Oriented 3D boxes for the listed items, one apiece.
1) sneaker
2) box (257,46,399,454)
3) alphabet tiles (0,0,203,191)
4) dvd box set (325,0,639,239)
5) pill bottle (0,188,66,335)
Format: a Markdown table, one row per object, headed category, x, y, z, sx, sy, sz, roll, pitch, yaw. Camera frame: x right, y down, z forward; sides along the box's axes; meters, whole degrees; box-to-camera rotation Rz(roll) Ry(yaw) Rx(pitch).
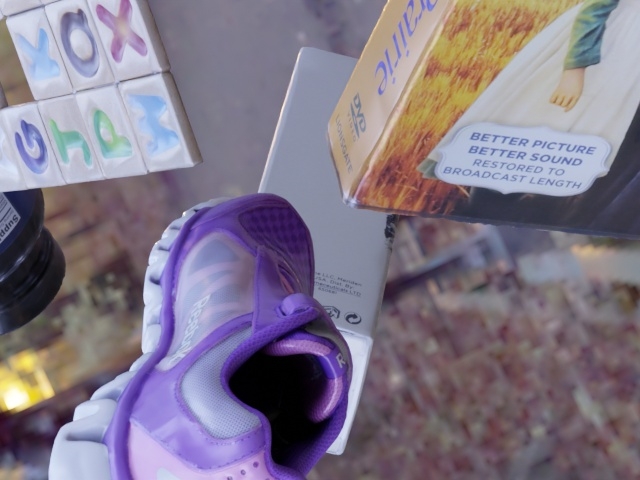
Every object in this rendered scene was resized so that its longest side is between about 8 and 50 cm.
| category | x | y | z | sx | sy | sz | roll | pitch | yaw |
| --- | --- | --- | --- | --- | --- | --- | --- | --- | --- |
| sneaker | -0.028 | 0.052 | 0.854 | 0.095 | 0.104 | 0.236 | 54 | -151 | -21 |
| box | 0.000 | 0.000 | 1.277 | 0.275 | 0.094 | 0.113 | -75 | -1 | -48 |
| alphabet tiles | -0.140 | -0.136 | 0.848 | 0.198 | 0.009 | 0.237 | -4 | 109 | 57 |
| dvd box set | 0.215 | -0.155 | 0.876 | 0.420 | 0.307 | 0.062 | 118 | 150 | -44 |
| pill bottle | -0.263 | -0.036 | 1.325 | 0.123 | 0.123 | 0.219 | 57 | 177 | 47 |
